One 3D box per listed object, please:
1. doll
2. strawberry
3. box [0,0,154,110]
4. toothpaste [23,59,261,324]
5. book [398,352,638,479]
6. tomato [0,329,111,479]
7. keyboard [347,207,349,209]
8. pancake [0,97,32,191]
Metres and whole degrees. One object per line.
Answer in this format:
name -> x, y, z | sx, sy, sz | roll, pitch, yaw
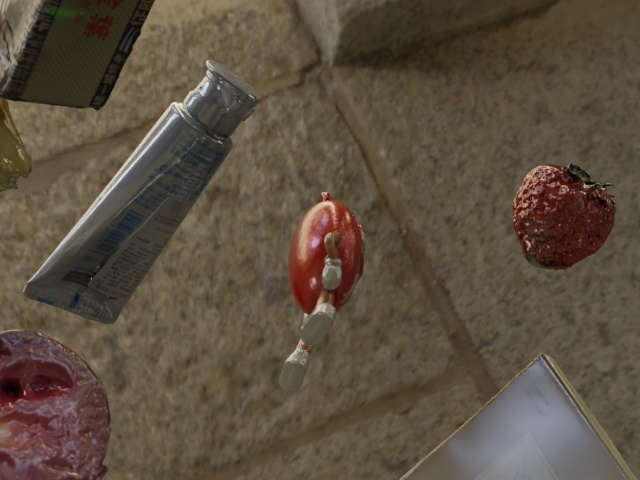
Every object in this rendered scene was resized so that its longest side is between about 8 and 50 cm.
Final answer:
doll -> 0.002, 0.045, 1.144 | 0.085, 0.183, 0.217 | 13, 50, -7
strawberry -> 0.226, -0.022, 0.970 | 0.106, 0.106, 0.106 | 2, 69, -6
box -> -0.213, -0.273, 0.773 | 0.084, 0.198, 0.310 | 3, 45, -40
toothpaste -> -0.172, -0.043, 1.018 | 0.299, 0.114, 0.073 | -51, 45, 13
book -> 0.160, 0.286, 0.985 | 0.310, 0.021, 0.217 | -45, 43, 17
tomato -> -0.495, 0.321, 1.606 | 0.290, 0.176, 0.334 | 19, 60, -40
keyboard -> 0.000, 0.000, 1.569 | 0.015, 0.049, 0.129 | 44, 97, -7
pancake -> -0.383, -0.120, 0.829 | 0.266, 0.245, 0.057 | 59, 27, -13
